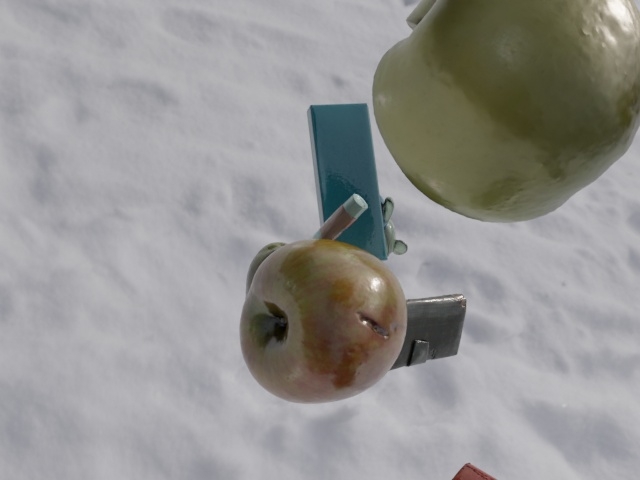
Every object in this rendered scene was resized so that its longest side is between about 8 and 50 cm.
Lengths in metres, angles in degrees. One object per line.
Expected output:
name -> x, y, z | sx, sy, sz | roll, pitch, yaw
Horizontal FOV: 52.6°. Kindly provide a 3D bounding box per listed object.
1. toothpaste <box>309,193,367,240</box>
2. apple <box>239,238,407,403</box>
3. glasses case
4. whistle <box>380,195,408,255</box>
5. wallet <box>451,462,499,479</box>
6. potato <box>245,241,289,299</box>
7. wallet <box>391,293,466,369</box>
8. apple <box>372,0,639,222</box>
toothpaste -> 0.000, 0.000, 1.114 | 0.036, 0.205, 0.056 | 39, 26, -13
apple -> 0.010, 0.125, 1.017 | 0.265, 0.264, 0.264 | 10, 54, -14
glasses case -> 0.046, -0.103, 1.212 | 0.117, 0.070, 0.300 | -4, 81, -13
whistle -> 0.110, -0.055, 1.376 | 0.114, 0.235, 0.077 | -3, 40, 25
wallet -> 0.221, 0.360, 0.761 | 0.204, 0.045, 0.142 | 23, 47, 38
potato -> -0.087, 0.125, 1.416 | 0.197, 0.228, 0.149 | 20, 8, 34
wallet -> 0.234, 0.219, 1.561 | 0.317, 0.168, 0.044 | -1, 11, -40
apple -> 0.214, -0.180, 0.683 | 0.258, 0.233, 0.295 | 36, 49, -8
